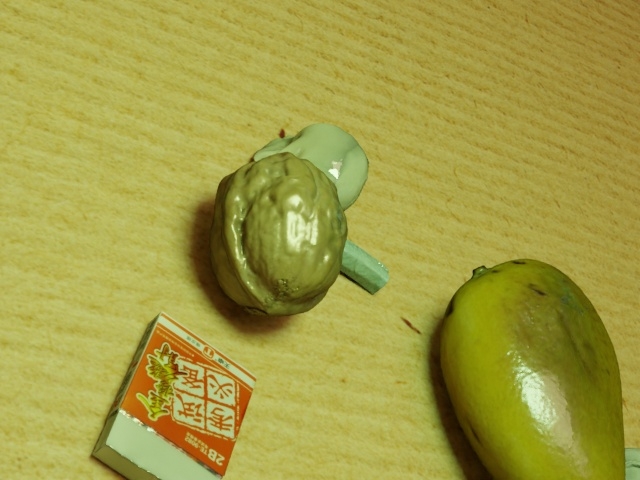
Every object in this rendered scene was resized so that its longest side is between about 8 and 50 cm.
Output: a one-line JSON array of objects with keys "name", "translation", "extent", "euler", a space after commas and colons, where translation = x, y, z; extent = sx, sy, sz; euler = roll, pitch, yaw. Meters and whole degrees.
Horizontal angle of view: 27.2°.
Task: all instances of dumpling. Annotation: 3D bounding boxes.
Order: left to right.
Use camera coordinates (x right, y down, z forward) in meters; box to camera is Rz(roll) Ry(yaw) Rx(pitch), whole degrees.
[{"name": "dumpling", "translation": [-0.011, -0.117, 2.007], "extent": [0.166, 0.126, 0.216], "euler": [27, 50, 13]}]

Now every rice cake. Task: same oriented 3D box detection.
[{"name": "rice cake", "translation": [0.000, 0.000, 1.962], "extent": [0.245, 0.045, 0.042], "euler": [33, 41, -20]}]

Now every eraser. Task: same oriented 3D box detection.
[{"name": "eraser", "translation": [-0.172, 0.211, 1.618], "extent": [0.157, 0.038, 0.230], "euler": [37, 39, -16]}]

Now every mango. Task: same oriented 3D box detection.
[{"name": "mango", "translation": [0.324, 0.233, 1.950], "extent": [0.301, 0.220, 0.445], "euler": [14, 52, -42]}]

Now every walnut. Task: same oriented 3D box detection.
[{"name": "walnut", "translation": [-0.058, -0.008, 1.794], "extent": [0.198, 0.198, 0.244], "euler": [23, 54, -30]}]

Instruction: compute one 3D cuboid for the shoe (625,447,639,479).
[{"name": "shoe", "translation": [0.455, 0.456, 1.931], "extent": [0.198, 0.172, 0.351], "euler": [18, 46, -31]}]
